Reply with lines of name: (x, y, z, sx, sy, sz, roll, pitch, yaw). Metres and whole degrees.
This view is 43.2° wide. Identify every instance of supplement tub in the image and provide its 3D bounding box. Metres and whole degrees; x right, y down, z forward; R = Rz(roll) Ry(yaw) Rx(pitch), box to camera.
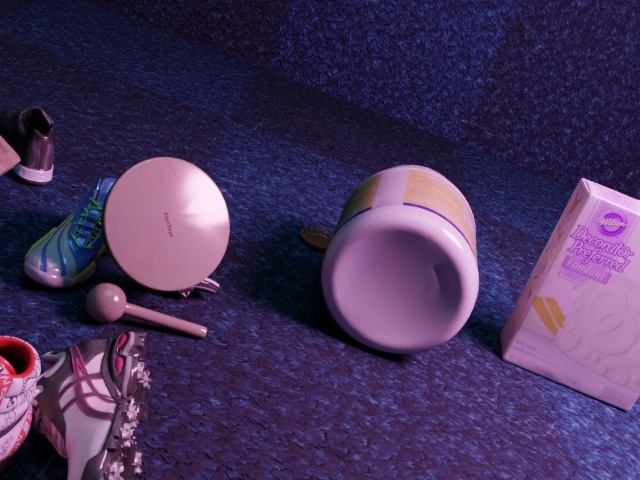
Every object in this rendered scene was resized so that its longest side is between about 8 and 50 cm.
supplement tub: (0.139, 0.014, 1.346, 0.240, 0.241, 0.331, 22, 22, 1)

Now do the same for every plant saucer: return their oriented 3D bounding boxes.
plant saucer: (0.000, 0.000, 1.546, 0.083, 0.013, 0.083, 18, 22, -8)

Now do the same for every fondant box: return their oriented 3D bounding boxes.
fondant box: (0.479, 0.094, 1.357, 0.238, 0.331, 0.096, 22, 22, 2)

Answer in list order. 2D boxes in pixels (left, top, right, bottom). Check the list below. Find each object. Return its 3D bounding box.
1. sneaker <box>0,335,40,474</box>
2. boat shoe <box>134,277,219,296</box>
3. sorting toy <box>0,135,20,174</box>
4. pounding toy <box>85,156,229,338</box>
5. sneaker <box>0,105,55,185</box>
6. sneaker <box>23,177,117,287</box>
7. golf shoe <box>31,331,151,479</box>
sneaker: (-0.334, 0.176, 0.673, 0.090, 0.145, 0.270, 25, 23, 8)
boat shoe: (-0.210, 0.064, 1.180, 0.125, 0.038, 0.046, 17, -20, -26)
sorting toy: (-0.596, -0.156, 1.145, 0.257, 0.089, 0.255, 50, 16, -13)
pounding toy: (-0.235, 0.007, 1.126, 0.182, 0.237, 0.110, 16, -13, -31)
sneaker: (-0.502, -0.191, 1.397, 0.078, 0.106, 0.234, 6, 27, -35)
sneaker: (-0.336, -0.026, 1.151, 0.091, 0.126, 0.240, 23, 22, 2)
golf shoe: (-0.240, 0.192, 0.820, 0.120, 0.105, 0.273, -1, 22, -8)
